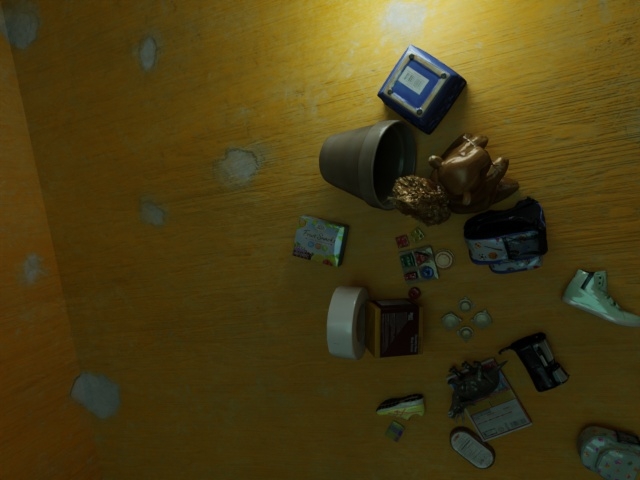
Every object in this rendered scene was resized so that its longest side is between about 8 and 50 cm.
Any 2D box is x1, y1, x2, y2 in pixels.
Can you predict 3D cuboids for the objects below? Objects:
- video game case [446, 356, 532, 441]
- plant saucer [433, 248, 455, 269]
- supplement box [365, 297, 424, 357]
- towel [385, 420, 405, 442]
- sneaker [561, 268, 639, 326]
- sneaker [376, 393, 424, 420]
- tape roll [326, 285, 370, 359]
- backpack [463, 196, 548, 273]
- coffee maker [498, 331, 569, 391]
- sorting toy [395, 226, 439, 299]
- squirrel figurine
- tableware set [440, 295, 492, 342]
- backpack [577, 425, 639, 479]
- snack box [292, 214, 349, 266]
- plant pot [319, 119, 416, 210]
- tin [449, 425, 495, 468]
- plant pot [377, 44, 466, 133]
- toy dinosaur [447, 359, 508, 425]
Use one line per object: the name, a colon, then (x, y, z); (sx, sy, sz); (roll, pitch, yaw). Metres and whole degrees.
video game case: (0.650, 0.617, 1.810); (0.204, 0.025, 0.285); (-31, 86, 22)
plant saucer: (0.475, 0.074, 1.804); (0.084, 0.013, 0.083); (3, 98, 19)
supplement box: (0.283, 0.335, 1.808); (0.194, 0.129, 0.191); (-2, 98, -12)
towel: (0.314, 0.805, 1.971); (0.060, 0.009, 0.083); (28, 106, 15)
sneaker: (0.980, 0.189, 1.589); (0.256, 0.094, 0.150); (23, 102, 15)
sneaker: (0.329, 0.698, 1.912); (0.209, 0.081, 0.094); (-18, 93, 21)
tape roll: (0.115, 0.320, 1.829); (0.100, 0.286, 0.285); (3, 99, 20)
backpack: (0.636, -0.010, 1.617); (0.264, 0.276, 0.213); (-6, 109, 24)
coffee maker: (0.779, 0.447, 1.702); (0.171, 0.120, 0.178); (-31, 85, 45)
sorting toy: (0.375, 0.091, 1.818); (0.133, 0.046, 0.274); (-14, 91, 27)
squirrel figurine: (0.442, -0.180, 1.587); (0.397, 0.370, 0.281); (-36, 85, 21)
tableware set: (0.562, 0.308, 1.802); (0.141, 0.020, 0.168); (45, 109, 7)
backpack: (1.007, 0.748, 1.634); (0.189, 0.144, 0.165); (16, 108, 21)
snack box: (0.000, 0.000, 1.941); (0.207, 0.070, 0.174); (15, 103, 17)
plant pot: (0.158, -0.288, 1.737); (0.281, 0.323, 0.322); (13, 102, 35)
tin: (0.601, 0.821, 1.853); (0.190, 0.040, 0.106); (36, 104, 12)
plant pot: (0.351, -0.539, 1.657); (0.236, 0.212, 0.235); (39, 110, 11)
toy dinosaur: (0.586, 0.539, 1.765); (0.313, 0.121, 0.160); (-42, 94, 16)
